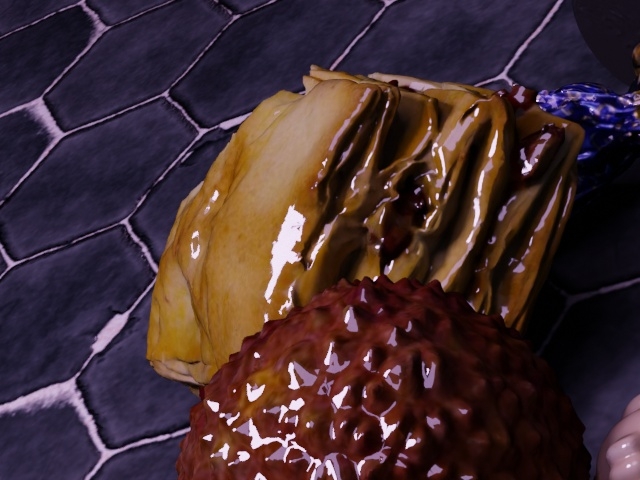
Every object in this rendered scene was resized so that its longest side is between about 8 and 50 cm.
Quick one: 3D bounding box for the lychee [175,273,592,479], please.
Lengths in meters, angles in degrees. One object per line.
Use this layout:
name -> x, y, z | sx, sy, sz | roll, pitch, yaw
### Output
lychee -> 0.036, 0.162, 1.077 | 0.275, 0.276, 0.304 | -23, 38, 15

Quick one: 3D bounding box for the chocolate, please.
chocolate -> 0.287, -0.105, 1.388 | 0.343, 0.126, 0.148 | -16, 57, 22

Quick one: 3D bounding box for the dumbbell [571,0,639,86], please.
dumbbell -> 0.340, -0.241, 1.515 | 0.218, 0.152, 0.152 | -45, 32, -22

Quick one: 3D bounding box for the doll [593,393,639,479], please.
doll -> 0.217, 0.200, 0.976 | 0.119, 0.154, 0.278 | -31, 28, 30

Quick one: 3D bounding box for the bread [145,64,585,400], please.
bread -> 0.000, 0.000, 1.346 | 0.370, 0.191, 0.314 | 16, 85, 53
